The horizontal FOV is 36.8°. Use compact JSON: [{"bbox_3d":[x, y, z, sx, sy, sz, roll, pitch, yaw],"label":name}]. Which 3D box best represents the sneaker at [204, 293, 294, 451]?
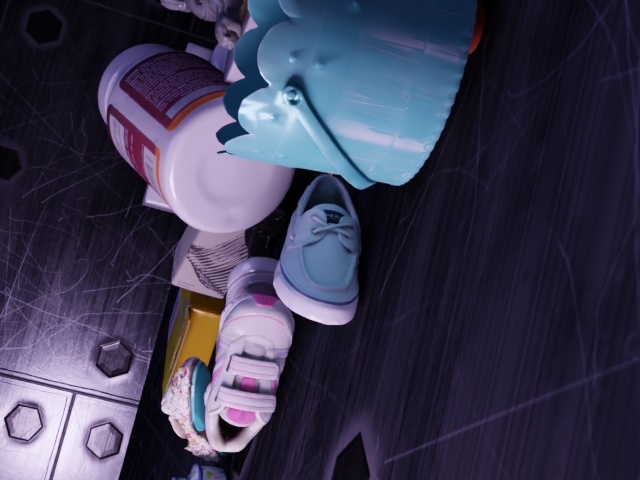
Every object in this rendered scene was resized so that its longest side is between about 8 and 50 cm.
[{"bbox_3d":[-0.094,0.183,1.264,0.111,0.103,0.252,-95,16,-55],"label":"sneaker"}]

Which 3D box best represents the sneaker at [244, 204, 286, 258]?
[{"bbox_3d":[-0.096,-0.029,1.619,0.170,0.051,0.089,115,161,-48],"label":"sneaker"}]

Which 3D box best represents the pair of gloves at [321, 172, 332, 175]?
[{"bbox_3d":[0.007,-0.072,1.319,0.083,0.010,0.074,-109,35,-73],"label":"pair of gloves"}]

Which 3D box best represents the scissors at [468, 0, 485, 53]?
[{"bbox_3d":[0.121,-0.232,1.008,0.297,0.021,0.109,-96,22,-61],"label":"scissors"}]

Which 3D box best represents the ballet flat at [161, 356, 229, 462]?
[{"bbox_3d":[-0.191,0.254,1.412,0.241,0.077,0.091,80,-160,-46],"label":"ballet flat"}]

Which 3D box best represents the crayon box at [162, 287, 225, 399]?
[{"bbox_3d":[-0.266,0.181,2.031,0.318,0.081,0.202,-100,28,-64],"label":"crayon box"}]

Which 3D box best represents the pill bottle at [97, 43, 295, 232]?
[{"bbox_3d":[-0.221,-0.186,1.594,0.392,0.224,0.224,41,117,50],"label":"pill bottle"}]

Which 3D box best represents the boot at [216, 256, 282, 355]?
[{"bbox_3d":[-0.099,0.137,1.379,0.258,0.095,0.123,109,164,-54],"label":"boot"}]

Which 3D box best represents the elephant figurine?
[{"bbox_3d":[-0.163,-0.388,1.380,0.186,0.169,0.239,-17,-70,-71],"label":"elephant figurine"}]

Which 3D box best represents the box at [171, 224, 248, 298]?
[{"bbox_3d":[-0.178,-0.019,1.770,0.094,0.113,0.275,-91,24,-44],"label":"box"}]

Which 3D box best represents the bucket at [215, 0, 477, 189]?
[{"bbox_3d":[0.020,-0.188,0.925,0.281,0.183,0.281,-165,90,-79],"label":"bucket"}]

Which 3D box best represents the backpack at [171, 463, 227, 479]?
[{"bbox_3d":[-0.185,0.389,1.417,0.105,0.084,0.114,-171,99,-75],"label":"backpack"}]

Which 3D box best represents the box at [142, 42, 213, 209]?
[{"bbox_3d":[-0.232,-0.216,2.062,0.168,0.215,0.345,-178,104,-78],"label":"box"}]

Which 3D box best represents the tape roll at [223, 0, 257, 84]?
[{"bbox_3d":[-0.033,-0.332,1.450,0.246,0.169,0.246,-164,90,-77],"label":"tape roll"}]

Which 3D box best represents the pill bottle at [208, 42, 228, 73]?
[{"bbox_3d":[-0.134,-0.290,1.813,0.318,0.176,0.176,133,151,-64],"label":"pill bottle"}]

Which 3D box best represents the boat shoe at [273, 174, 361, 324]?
[{"bbox_3d":[0.000,0.000,1.065,0.258,0.095,0.084,-102,26,-63],"label":"boat shoe"}]
